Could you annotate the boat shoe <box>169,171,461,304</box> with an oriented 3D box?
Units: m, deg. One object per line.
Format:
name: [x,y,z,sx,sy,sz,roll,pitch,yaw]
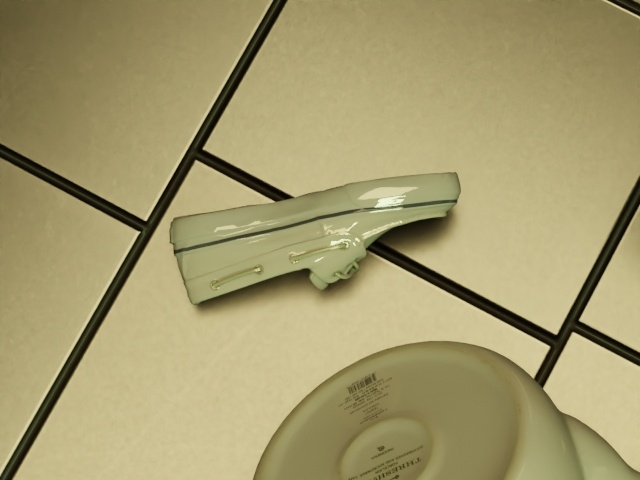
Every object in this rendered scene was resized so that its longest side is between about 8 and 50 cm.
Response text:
boat shoe: [0.000,0.000,1.418,0.226,0.083,0.075,-11,90,12]

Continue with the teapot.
teapot: [0.080,0.211,1.313,0.256,0.187,0.252,7,52,39]
